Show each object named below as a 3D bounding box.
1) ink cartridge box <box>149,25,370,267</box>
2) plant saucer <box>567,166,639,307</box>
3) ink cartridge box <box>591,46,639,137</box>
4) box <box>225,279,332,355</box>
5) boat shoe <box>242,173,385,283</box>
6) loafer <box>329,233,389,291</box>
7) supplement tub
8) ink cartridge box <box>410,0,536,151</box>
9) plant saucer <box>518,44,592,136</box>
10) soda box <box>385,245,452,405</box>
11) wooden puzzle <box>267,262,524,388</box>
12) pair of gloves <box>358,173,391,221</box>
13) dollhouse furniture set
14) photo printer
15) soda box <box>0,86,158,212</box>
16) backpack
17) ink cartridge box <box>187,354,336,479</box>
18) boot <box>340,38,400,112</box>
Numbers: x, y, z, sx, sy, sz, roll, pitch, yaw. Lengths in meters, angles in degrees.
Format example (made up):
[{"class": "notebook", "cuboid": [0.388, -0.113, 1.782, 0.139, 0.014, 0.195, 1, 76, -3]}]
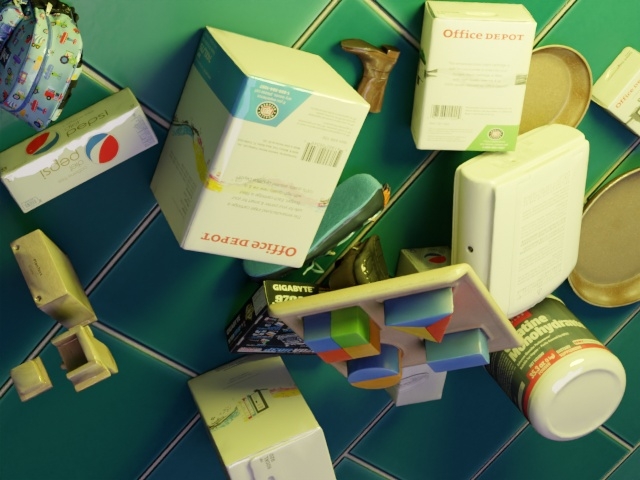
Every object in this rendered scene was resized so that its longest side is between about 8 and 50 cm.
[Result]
[{"class": "ink cartridge box", "cuboid": [-0.096, -0.132, 1.567, 0.198, 0.197, 0.270, 10, 115, -30]}, {"class": "plant saucer", "cuboid": [0.589, -0.015, 2.053, 0.310, 0.050, 0.310, -12, 125, -18]}, {"class": "ink cartridge box", "cuboid": [0.554, -0.248, 1.878, 0.150, 0.063, 0.109, 29, 106, -36]}, {"class": "box", "cuboid": [-0.025, 0.134, 1.814, 0.220, 0.051, 0.175, 4, 148, -27]}, {"class": "boat shoe", "cuboid": [0.000, 0.000, 1.753, 0.258, 0.109, 0.089, -29, 143, 4]}, {"class": "loafer", "cuboid": [0.058, 0.040, 1.754, 0.078, 0.220, 0.080, -14, 92, 13]}, {"class": "supplement tub", "cuboid": [0.405, 0.213, 1.971, 0.191, 0.272, 0.191, -12, 124, -18]}, {"class": "ink cartridge box", "cuboid": [0.233, -0.255, 1.684, 0.160, 0.092, 0.219, 2, 121, -6]}, {"class": "plant saucer", "cuboid": [0.360, -0.238, 1.813, 0.198, 0.036, 0.198, -11, 124, -18]}, {"class": "soda box", "cuboid": [0.181, 0.154, 1.945, 0.098, 0.091, 0.286, -4, 122, -22]}, {"class": "wooden puzzle", "cuboid": [0.130, 0.155, 1.726, 0.322, 0.080, 0.348, -13, 152, 21]}, {"class": "pair of gloves", "cuboid": [0.076, -0.069, 1.805, 0.083, 0.010, 0.074, 17, 112, -31]}, {"class": "dollhouse furniture set", "cuboid": [-0.510, 0.143, 1.541, 0.355, 0.303, 0.174, -27, 165, -5]}, {"class": "photo printer", "cuboid": [0.331, -0.015, 1.815, 0.256, 0.107, 0.307, -26, 129, -32]}, {"class": "soda box", "cuboid": [-0.345, -0.129, 1.532, 0.216, 0.074, 0.069, -28, 128, -6]}, {"class": "backpack", "cuboid": [-0.376, -0.230, 1.391, 0.117, 0.173, 0.158, 20, 111, -33]}, {"class": "ink cartridge box", "cuboid": [-0.098, 0.332, 1.840, 0.168, 0.232, 0.171, -22, 127, -10]}, {"class": "boot", "cuboid": [0.062, -0.249, 1.672, 0.106, 0.037, 0.114, 7, 122, -26]}]
